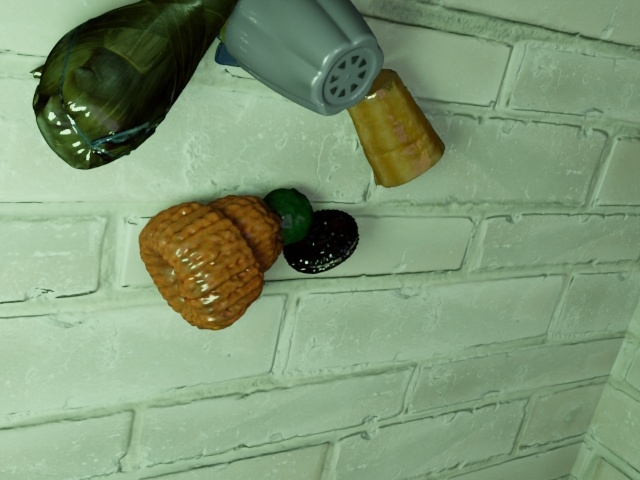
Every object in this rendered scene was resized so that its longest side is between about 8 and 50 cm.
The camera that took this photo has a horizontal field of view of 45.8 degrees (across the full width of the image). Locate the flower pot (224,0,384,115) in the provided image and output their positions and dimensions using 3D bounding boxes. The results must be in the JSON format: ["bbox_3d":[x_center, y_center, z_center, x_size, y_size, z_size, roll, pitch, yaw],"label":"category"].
[{"bbox_3d":[-0.013,-0.385,1.507,0.265,0.243,0.265,-35,153,-21],"label":"flower pot"}]

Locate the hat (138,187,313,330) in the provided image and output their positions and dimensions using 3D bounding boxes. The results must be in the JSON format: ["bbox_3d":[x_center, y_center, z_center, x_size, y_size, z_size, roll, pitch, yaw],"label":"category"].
[{"bbox_3d":[-0.167,0.002,1.643,0.400,0.285,0.285,-34,128,-20],"label":"hat"}]

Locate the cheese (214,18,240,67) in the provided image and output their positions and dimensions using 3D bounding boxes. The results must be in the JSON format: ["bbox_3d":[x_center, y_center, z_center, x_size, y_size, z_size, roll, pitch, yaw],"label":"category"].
[{"bbox_3d":[-0.155,-0.470,1.528,0.157,0.064,0.250,1,121,-38],"label":"cheese"}]

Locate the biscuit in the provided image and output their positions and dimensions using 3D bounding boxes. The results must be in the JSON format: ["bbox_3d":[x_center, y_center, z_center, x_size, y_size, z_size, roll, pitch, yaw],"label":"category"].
[{"bbox_3d":[0.000,0.000,1.801,0.195,0.194,0.053,-35,132,-15],"label":"biscuit"}]

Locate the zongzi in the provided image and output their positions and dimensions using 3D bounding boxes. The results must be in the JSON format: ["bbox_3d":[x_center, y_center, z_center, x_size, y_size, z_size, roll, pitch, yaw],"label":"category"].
[{"bbox_3d":[-0.275,-0.309,1.271,0.432,0.403,0.207,-33,116,-1],"label":"zongzi"}]

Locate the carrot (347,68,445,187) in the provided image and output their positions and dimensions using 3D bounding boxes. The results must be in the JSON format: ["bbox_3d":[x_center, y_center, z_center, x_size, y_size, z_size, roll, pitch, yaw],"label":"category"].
[{"bbox_3d":[0.159,-0.275,1.801,0.196,0.196,0.254,-40,119,-11],"label":"carrot"}]
